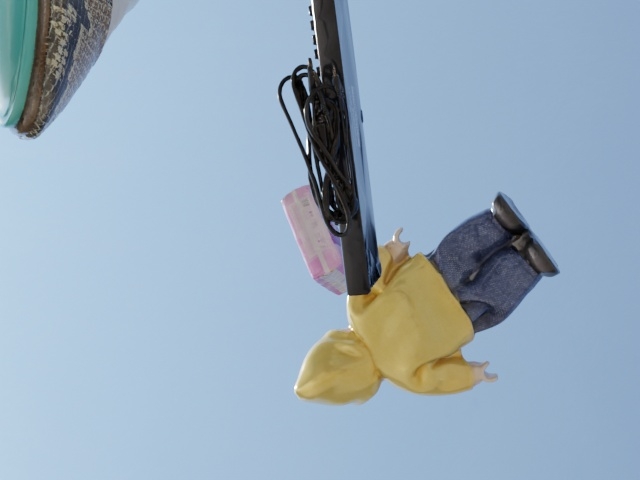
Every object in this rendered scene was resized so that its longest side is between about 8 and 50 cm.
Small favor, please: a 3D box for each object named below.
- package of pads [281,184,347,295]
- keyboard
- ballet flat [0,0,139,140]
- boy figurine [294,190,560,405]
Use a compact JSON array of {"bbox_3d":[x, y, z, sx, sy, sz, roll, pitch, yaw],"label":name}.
[{"bbox_3d":[0.000,0.000,1.152,0.032,0.050,0.083,-28,-117,9],"label":"package of pads"},{"bbox_3d":[0.001,-0.066,0.770,0.038,0.100,0.192,-7,-87,9],"label":"keyboard"},{"bbox_3d":[-0.260,-0.306,1.328,0.164,0.182,0.483,-50,-127,43],"label":"ballet flat"},{"bbox_3d":[0.102,0.082,1.397,0.285,0.092,0.177,-40,-95,10],"label":"boy figurine"}]
